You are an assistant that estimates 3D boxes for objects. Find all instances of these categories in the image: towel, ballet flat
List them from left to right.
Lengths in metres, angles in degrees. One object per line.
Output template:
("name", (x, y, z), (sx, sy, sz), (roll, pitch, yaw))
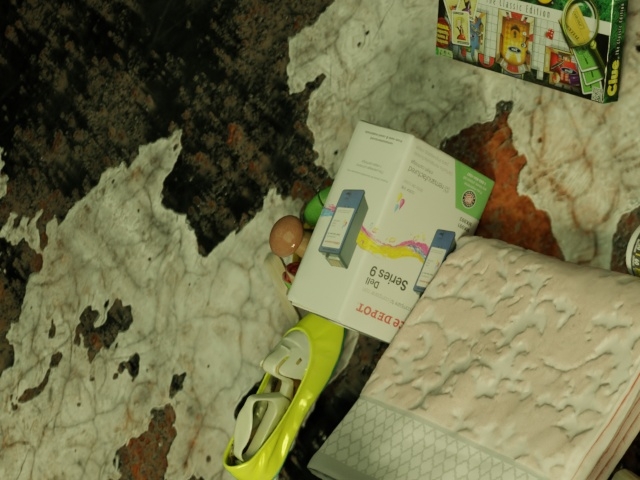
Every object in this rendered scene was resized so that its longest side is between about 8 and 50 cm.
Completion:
("ballet flat", (-0.045, 0.172, 1.669), (0.077, 0.077, 0.231), (26, 91, 48))
("towel", (0.166, 0.147, 1.411), (0.317, 0.053, 0.332), (-55, 34, -12))

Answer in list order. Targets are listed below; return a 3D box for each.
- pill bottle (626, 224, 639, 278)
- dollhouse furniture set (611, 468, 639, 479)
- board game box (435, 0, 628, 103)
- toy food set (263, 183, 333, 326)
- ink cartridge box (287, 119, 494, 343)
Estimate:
("pill bottle", (0.348, 0.023, 1.360), (0.116, 0.065, 0.065), (23, 89, 47))
("dollhouse furniture set", (0.287, 0.292, 1.096), (0.362, 0.256, 0.394), (-62, 28, 4))
("board game box", (0.223, -0.242, 1.585), (0.260, 0.030, 0.136), (25, 118, 47))
("toy food set", (0.000, 0.000, 1.706), (0.218, 0.071, 0.128), (-39, 49, 26))
("ink cartridge box", (0.077, 0.000, 1.570), (0.093, 0.154, 0.212), (21, 87, 46))
